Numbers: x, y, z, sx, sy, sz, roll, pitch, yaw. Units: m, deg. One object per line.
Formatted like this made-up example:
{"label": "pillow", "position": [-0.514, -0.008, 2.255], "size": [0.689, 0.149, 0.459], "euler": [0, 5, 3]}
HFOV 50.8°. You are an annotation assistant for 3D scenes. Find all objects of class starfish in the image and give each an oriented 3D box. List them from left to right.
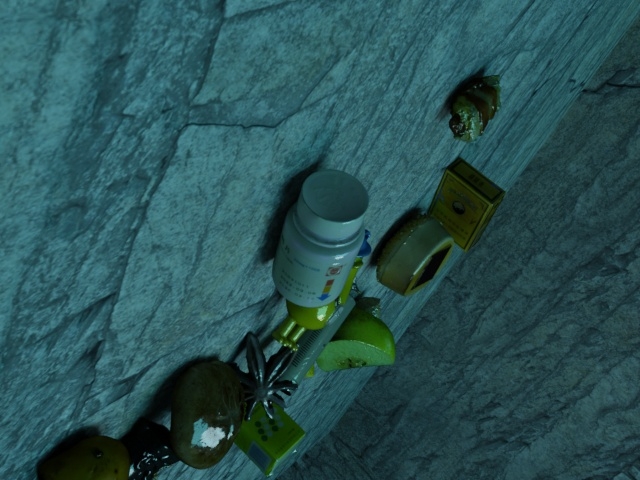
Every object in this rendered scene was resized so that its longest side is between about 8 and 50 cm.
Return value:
{"label": "starfish", "position": [-0.462, 0.653, 1.876], "size": [0.133, 0.041, 0.130], "euler": [-57, 170, 4]}

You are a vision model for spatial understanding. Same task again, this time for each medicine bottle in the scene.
{"label": "medicine bottle", "position": [-0.185, 0.551, 1.991], "size": [0.137, 0.250, 0.141], "euler": [-37, 161, -38]}
{"label": "medicine bottle", "position": [0.000, 0.000, 1.405], "size": [0.170, 0.170, 0.293], "euler": [-36, 160, -34]}

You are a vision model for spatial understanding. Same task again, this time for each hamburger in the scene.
{"label": "hamburger", "position": [0.301, 0.047, 2.224], "size": [0.302, 0.170, 0.302], "euler": [-39, 156, -22]}

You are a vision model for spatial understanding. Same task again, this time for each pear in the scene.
{"label": "pear", "position": [0.095, 0.319, 2.274], "size": [0.292, 0.292, 0.159], "euler": [103, -8, -56]}

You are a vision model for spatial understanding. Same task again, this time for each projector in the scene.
{"label": "projector", "position": [-0.031, 0.279, 1.932], "size": [0.337, 0.108, 0.108], "euler": [-53, 165, -22]}

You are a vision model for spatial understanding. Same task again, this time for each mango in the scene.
{"label": "mango", "position": [-0.465, 0.489, 1.380], "size": [0.166, 0.136, 0.236], "euler": [-35, 161, -38]}

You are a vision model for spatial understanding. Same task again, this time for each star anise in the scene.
{"label": "star anise", "position": [-0.158, 0.362, 1.780], "size": [0.110, 0.198, 0.257], "euler": [-85, -159, -84]}

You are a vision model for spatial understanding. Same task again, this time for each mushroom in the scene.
{"label": "mushroom", "position": [-0.267, 0.407, 1.609], "size": [0.278, 0.146, 0.278], "euler": [4, 90, -67]}

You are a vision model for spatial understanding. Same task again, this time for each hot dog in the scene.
{"label": "hot dog", "position": [0.397, -0.350, 1.753], "size": [0.213, 0.103, 0.146], "euler": [-48, 144, -35]}

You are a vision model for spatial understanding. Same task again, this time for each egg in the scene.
{"label": "egg", "position": [0.158, 0.261, 2.429], "size": [0.140, 0.116, 0.118], "euler": [-33, -161, 31]}

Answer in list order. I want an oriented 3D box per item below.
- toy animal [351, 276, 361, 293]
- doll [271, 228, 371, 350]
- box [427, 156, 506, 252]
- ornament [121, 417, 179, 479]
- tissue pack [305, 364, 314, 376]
{"label": "toy animal", "position": [0.054, 0.189, 2.101], "size": [0.202, 0.070, 0.105], "euler": [-50, 144, 17]}
{"label": "doll", "position": [0.013, 0.118, 1.728], "size": [0.363, 0.145, 0.199], "euler": [-52, 150, -4]}
{"label": "box", "position": [0.481, -0.114, 2.267], "size": [0.084, 0.193, 0.301], "euler": [-41, 160, -26]}
{"label": "ornament", "position": [-0.461, 0.550, 1.598], "size": [0.260, 0.106, 0.251], "euler": [-41, 159, -9]}
{"label": "tissue pack", "position": [-0.069, 0.391, 2.158], "size": [0.176, 0.062, 0.095], "euler": [36, 53, -73]}
